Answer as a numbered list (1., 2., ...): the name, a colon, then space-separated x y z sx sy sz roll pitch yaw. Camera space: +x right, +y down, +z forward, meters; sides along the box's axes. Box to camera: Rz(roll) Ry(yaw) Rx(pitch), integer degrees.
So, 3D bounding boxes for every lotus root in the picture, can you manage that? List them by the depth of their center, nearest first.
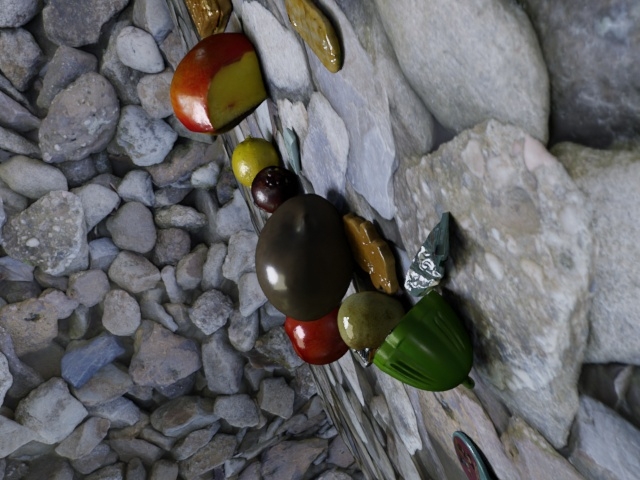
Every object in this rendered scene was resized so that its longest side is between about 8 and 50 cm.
1. lotus root: 0.213 0.209 0.941 0.186 0.186 0.186 61 166 26

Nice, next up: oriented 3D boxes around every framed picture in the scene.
1. framed picture: 0.129 0.151 1.443 0.128 0.023 0.168 42 152 62

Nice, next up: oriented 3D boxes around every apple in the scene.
1. apple: -0.005 0.336 1.898 0.260 0.217 0.260 57 165 25

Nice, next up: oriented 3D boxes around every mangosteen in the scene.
1. mangosteen: -0.157 -0.161 1.742 0.172 0.173 0.184 62 145 21

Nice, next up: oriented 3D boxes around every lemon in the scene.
1. lemon: -0.232 -0.273 1.845 0.173 0.174 0.206 152 121 -78

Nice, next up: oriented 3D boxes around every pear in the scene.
1. pear: 0.123 0.188 1.218 0.167 0.167 0.136 151 117 -78

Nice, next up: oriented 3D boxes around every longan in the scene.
1. longan: -0.045 0.043 1.387 0.288 0.289 0.349 112 159 -73

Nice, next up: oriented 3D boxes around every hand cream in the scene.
1. hand cream: 0.189 0.042 0.919 0.248 0.052 0.075 88 170 -64

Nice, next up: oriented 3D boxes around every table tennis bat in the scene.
1. table tennis bat: 0.358 0.522 1.130 0.244 0.040 0.152 -132 23 -68

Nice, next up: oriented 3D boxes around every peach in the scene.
1. peach: -0.337 -0.500 1.628 0.380 0.306 0.242 -120 7 -51

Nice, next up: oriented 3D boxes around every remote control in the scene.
1. remote control: -0.084 -0.272 1.571 0.162 0.029 0.061 80 165 -61

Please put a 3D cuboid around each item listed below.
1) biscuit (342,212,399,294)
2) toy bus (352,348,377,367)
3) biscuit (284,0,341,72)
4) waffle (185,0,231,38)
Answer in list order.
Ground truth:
1. biscuit: 0.120 0.026 1.231 0.249 0.035 0.184 -134 25 -60
2. toy bus: 0.146 0.314 1.543 0.069 0.074 0.162 51 159 30
3. biscuit: -0.022 -0.430 1.028 0.247 0.029 0.118 59 166 33
4. waffle: -0.387 -0.818 1.719 0.224 0.098 0.328 68 169 -14
